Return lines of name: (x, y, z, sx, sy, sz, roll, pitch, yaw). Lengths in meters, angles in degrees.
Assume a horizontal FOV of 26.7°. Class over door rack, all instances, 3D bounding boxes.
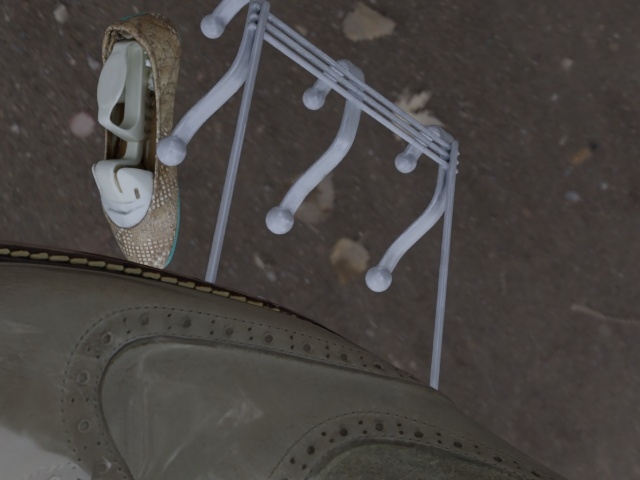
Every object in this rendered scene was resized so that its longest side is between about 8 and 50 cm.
over door rack: (0.000, 0.000, 0.968, 0.239, 0.324, 0.108, 31, 132, -34)

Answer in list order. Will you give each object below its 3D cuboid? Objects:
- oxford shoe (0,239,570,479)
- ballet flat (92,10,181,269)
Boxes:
oxford shoe: (0.024, 0.092, 0.369, 0.348, 0.130, 0.123, 25, 79, -17)
ballet flat: (-0.149, -0.075, 1.043, 0.067, 0.073, 0.206, -2, 91, -56)
